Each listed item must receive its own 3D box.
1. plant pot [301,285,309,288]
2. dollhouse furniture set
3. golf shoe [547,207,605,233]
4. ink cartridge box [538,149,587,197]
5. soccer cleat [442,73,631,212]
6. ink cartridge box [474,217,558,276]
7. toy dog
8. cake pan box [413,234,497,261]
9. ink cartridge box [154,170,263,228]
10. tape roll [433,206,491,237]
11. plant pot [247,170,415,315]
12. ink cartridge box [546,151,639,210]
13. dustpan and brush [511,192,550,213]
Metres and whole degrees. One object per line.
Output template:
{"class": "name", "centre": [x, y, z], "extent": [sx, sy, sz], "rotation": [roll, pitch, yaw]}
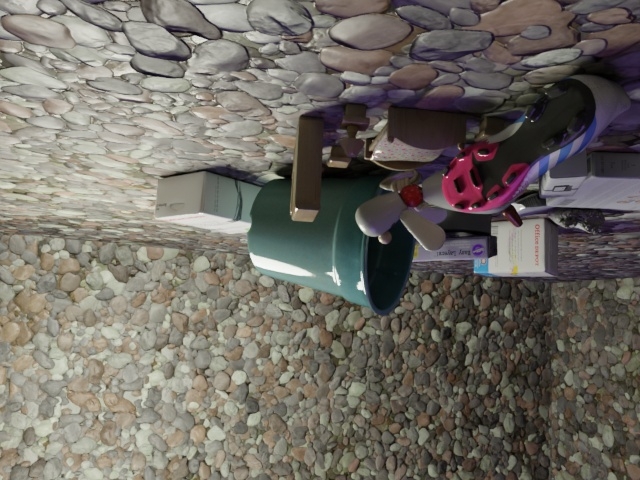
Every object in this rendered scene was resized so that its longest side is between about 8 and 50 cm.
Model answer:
{"class": "plant pot", "centre": [0.000, 0.000, 1.790], "extent": [0.256, 0.257, 0.274], "rotation": [4, 167, -5]}
{"class": "dollhouse furniture set", "centre": [0.126, -0.117, 1.143], "extent": [0.355, 0.174, 0.303], "rotation": [4, 172, -6]}
{"class": "golf shoe", "centre": [0.737, -0.066, 1.733], "extent": [0.176, 0.069, 0.086], "rotation": [10, -170, -24]}
{"class": "ink cartridge box", "centre": [0.424, -0.144, 1.065], "extent": [0.063, 0.109, 0.150], "rotation": [-3, 171, 14]}
{"class": "soccer cleat", "centre": [0.331, -0.137, 0.946], "extent": [0.143, 0.116, 0.331], "rotation": [-12, 165, -31]}
{"class": "ink cartridge box", "centre": [0.646, 0.030, 1.982], "extent": [0.232, 0.171, 0.168], "rotation": [-2, 171, 35]}
{"class": "toy dog", "centre": [0.253, -0.061, 1.161], "extent": [0.333, 0.161, 0.220], "rotation": [-15, -163, 34]}
{"class": "cake pan box", "centre": [0.380, 0.021, 1.752], "extent": [0.245, 0.070, 0.267], "rotation": [-1, -179, 20]}
{"class": "ink cartridge box", "centre": [-0.279, -0.097, 1.633], "extent": [0.198, 0.115, 0.272], "rotation": [-4, 170, 38]}
{"class": "tape roll", "centre": [0.414, -0.051, 1.856], "extent": [0.219, 0.072, 0.219], "rotation": [2, 172, 0]}
{"class": "plant pot", "centre": [0.024, -0.016, 1.472], "extent": [0.334, 0.341, 0.341], "rotation": [9, 175, 26]}
{"class": "ink cartridge box", "centre": [0.655, -0.123, 1.308], "extent": [0.238, 0.060, 0.275], "rotation": [2, 171, 2]}
{"class": "dustpan and brush", "centre": [0.527, -0.094, 1.613], "extent": [0.147, 0.060, 0.211], "rotation": [-7, 170, -26]}
